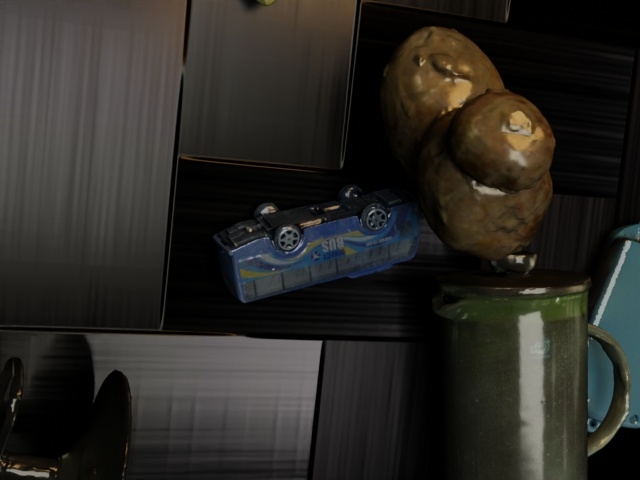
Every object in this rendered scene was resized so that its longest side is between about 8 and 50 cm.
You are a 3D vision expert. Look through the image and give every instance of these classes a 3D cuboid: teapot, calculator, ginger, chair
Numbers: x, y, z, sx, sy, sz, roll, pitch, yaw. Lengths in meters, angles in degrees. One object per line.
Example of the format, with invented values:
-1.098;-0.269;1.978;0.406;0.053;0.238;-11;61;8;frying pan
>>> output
0.258;0.179;1.216;0.271;0.200;0.336;-4;96;-20;teapot
0.412;0.119;1.343;0.173;0.051;0.293;23;89;-23;calculator
0.167;-0.096;1.096;0.155;0.304;0.244;-17;119;-6;ginger
-0.401;0.202;0.950;0.401;0.226;0.226;12;92;-22;chair

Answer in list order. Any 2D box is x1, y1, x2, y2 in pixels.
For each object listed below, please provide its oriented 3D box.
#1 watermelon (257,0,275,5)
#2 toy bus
-0.065;-0.335;1.082;0.135;0.094;0.125;35;91;-17;watermelon
-0.001;0.001;1.161;0.237;0.079;0.094;-13;117;-19;toy bus
